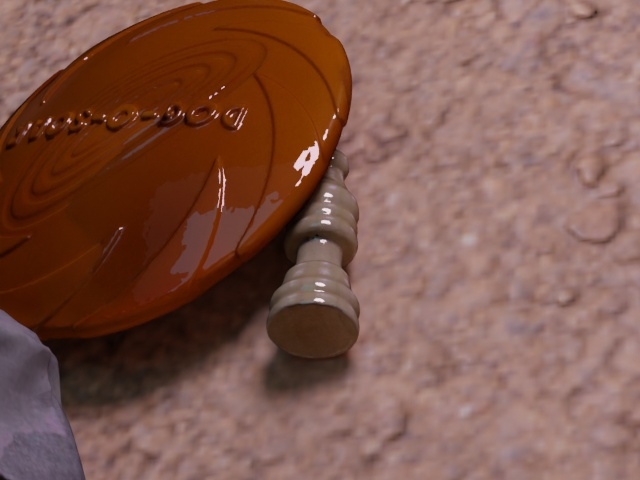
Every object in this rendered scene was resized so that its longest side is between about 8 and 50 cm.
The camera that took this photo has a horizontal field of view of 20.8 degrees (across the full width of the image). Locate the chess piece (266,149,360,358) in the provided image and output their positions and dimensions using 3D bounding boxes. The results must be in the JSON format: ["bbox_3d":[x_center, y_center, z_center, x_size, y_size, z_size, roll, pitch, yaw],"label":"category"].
[{"bbox_3d":[0.000,0.000,0.686,0.035,0.035,0.092,-10,47,16],"label":"chess piece"}]

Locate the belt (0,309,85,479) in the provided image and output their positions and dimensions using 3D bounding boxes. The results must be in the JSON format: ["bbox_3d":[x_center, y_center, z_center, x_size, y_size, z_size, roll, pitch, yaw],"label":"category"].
[{"bbox_3d":[-0.208,0.088,0.622,0.289,0.164,0.184,13,86,30],"label":"belt"}]

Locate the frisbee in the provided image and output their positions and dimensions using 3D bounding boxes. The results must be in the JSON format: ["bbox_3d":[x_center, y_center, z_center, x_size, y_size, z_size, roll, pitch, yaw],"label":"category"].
[{"bbox_3d":[-0.078,-0.041,0.730,0.192,0.035,0.192,-20,41,18],"label":"frisbee"}]
